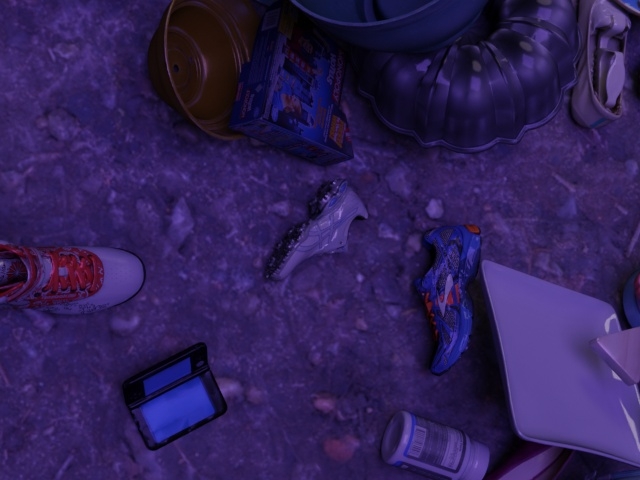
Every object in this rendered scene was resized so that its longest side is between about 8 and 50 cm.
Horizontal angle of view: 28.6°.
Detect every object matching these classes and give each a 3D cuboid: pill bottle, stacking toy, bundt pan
[{"bbox_3d":[0.161,0.294,1.754,0.137,0.078,0.078,21,80,-15],"label":"pill bottle"},{"bbox_3d":[0.520,0.191,1.845,0.279,0.130,0.309,-33,86,-27],"label":"stacking toy"},{"bbox_3d":[0.199,-0.292,1.715,0.331,0.124,0.331,-2,70,4],"label":"bundt pan"}]

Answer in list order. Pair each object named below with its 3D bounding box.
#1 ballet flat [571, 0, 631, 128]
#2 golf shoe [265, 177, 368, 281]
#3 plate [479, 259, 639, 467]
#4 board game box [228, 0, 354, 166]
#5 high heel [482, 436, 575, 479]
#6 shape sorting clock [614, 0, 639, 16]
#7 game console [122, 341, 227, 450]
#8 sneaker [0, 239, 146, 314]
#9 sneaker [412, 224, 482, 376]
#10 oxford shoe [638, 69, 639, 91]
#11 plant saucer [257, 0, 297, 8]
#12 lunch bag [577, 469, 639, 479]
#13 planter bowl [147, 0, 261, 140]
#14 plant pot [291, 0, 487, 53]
[{"bbox_3d":[0.429,-0.290,1.878,0.086,0.086,0.248,7,84,-17],"label":"ballet flat"},{"bbox_3d":[0.000,0.000,1.733,0.086,0.069,0.176,43,76,-16],"label":"golf shoe"},{"bbox_3d":[0.336,0.182,1.753,0.278,0.045,0.277,18,47,-32],"label":"plate"},{"bbox_3d":[-0.025,-0.194,1.714,0.194,0.060,0.194,37,54,-42],"label":"board game box"},{"bbox_3d":[0.275,0.361,1.763,0.082,0.117,0.244,44,75,-10],"label":"high heel"},{"bbox_3d":[0.517,-0.402,1.892,0.206,0.040,0.206,5,54,-7],"label":"shape sorting clock"},{"bbox_3d":[-0.189,0.206,1.656,0.122,0.107,0.071,-27,66,-18],"label":"game console"},{"bbox_3d":[-0.344,0.047,1.578,0.270,0.145,0.090,1,86,-18],"label":"sneaker"},{"bbox_3d":[0.171,0.082,1.781,0.087,0.083,0.221,8,77,-5],"label":"sneaker"},{"bbox_3d":[0.622,-0.337,1.943,0.364,0.130,0.133,-31,63,-10],"label":"oxford shoe"},{"bbox_3d":[-0.048,-0.421,1.745,0.195,0.037,0.195,-4,106,-16],"label":"plant saucer"},{"bbox_3d":[0.420,0.452,1.747,0.108,0.224,0.279,-42,108,-52],"label":"lunch bag"},{"bbox_3d":[-0.163,-0.234,1.665,0.217,0.090,0.217,12,75,-52],"label":"planter bowl"},{"bbox_3d":[0.104,-0.353,1.568,0.293,0.196,0.293,-7,69,19],"label":"plant pot"}]
